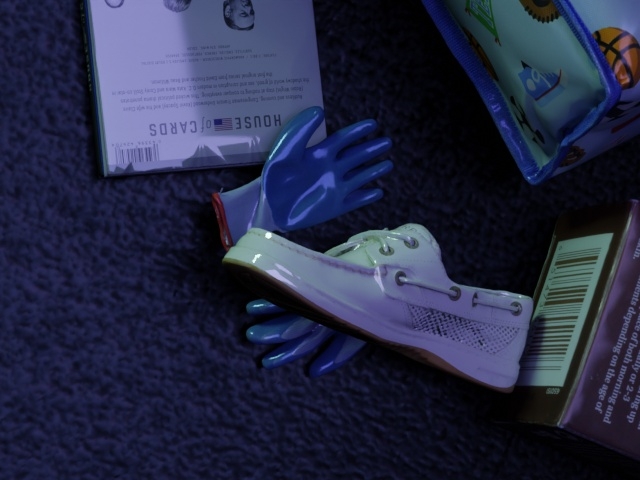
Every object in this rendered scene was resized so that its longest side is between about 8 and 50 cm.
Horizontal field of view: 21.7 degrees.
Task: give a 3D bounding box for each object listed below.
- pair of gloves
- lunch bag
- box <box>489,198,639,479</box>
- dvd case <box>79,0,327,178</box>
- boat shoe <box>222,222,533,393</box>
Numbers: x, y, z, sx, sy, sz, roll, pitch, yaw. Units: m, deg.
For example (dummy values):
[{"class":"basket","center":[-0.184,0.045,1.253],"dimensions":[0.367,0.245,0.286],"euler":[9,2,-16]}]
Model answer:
[{"class":"pair of gloves","center":[0.000,0.000,1.276],"dimensions":[0.159,0.023,0.198],"euler":[-25,107,-22]},{"class":"lunch bag","center":[0.221,-0.296,1.281],"dimensions":[0.328,0.239,0.385],"euler":[-26,79,-18]},{"class":"box","center":[0.349,0.125,1.343],"dimensions":[0.381,0.143,0.191],"euler":[23,79,-14]},{"class":"dvd case","center":[-0.092,-0.172,1.267],"dimensions":[0.179,0.029,0.238],"euler":[-5,89,-19]},{"class":"boat shoe","center":[0.050,0.030,1.243],"dimensions":[0.277,0.098,0.096],"euler":[24,86,-37]}]
